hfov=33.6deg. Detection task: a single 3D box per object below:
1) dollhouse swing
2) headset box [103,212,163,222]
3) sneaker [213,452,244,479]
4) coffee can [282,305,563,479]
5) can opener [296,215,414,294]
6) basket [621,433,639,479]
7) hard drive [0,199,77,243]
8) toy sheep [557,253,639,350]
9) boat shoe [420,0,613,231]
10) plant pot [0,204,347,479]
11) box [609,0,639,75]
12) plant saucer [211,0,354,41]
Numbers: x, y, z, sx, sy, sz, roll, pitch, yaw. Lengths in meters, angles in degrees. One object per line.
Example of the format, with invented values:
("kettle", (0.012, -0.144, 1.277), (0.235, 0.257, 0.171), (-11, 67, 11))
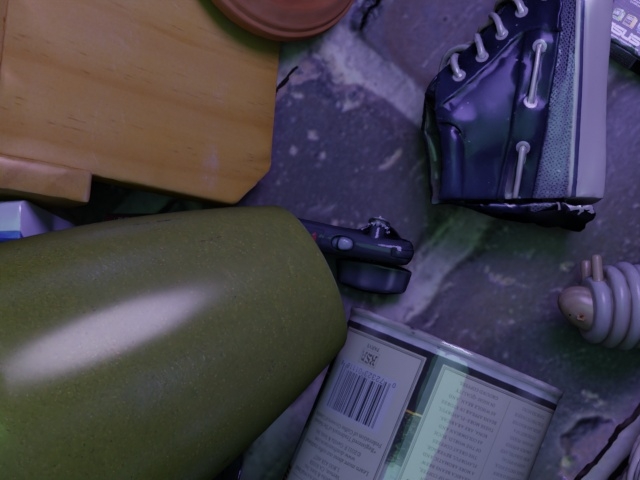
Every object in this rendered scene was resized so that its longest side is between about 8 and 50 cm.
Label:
("dollhouse swing", (-0.252, -0.191, 1.016), (0.315, 0.305, 0.346), (-2, 81, 35))
("headset box", (-0.170, -0.008, 1.029), (0.083, 0.062, 0.032), (-1, 84, 3))
("sneaker", (-0.159, 0.202, 0.996), (0.153, 0.101, 0.268), (-16, 64, -20))
("coffee can", (0.068, 0.221, 0.922), (0.202, 0.201, 0.275), (22, 86, 5))
("can opener", (0.000, 0.000, 1.019), (0.186, 0.059, 0.073), (15, 86, 5))
("basket", (0.449, 0.173, 0.843), (0.331, 0.266, 0.328), (22, 86, -7))
("hard drive", (-0.394, 0.004, 0.968), (0.319, 0.210, 0.040), (-2, 82, 4))
("toy sheep", (0.285, 0.059, 0.984), (0.132, 0.091, 0.091), (1, 85, -2))
("boat shoe", (0.178, -0.180, 0.988), (0.158, 0.127, 0.340), (1, 85, -4))
("plant pot", (-0.136, 0.089, 0.849), (0.294, 0.275, 0.274), (-25, 83, -19))
("box", (0.388, -0.223, 1.024), (0.191, 0.045, 0.184), (33, 85, 7))
("plant saucer", (-0.035, -0.291, 1.005), (0.200, 0.037, 0.200), (3, 84, -33))
